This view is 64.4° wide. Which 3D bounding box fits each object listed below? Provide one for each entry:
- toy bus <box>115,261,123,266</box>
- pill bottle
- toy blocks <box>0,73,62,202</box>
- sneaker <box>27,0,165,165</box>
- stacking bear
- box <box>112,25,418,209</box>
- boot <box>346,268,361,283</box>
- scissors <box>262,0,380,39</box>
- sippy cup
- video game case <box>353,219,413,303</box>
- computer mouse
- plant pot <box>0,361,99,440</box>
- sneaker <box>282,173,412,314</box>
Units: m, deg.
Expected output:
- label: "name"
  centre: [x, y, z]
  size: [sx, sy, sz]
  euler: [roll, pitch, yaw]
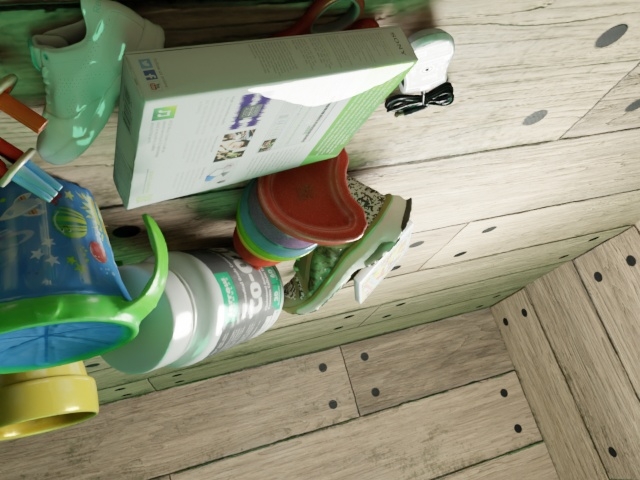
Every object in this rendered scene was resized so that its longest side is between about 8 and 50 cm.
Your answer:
- label: "toy bus"
  centre: [-0.488, 0.123, 1.010]
  size: [0.191, 0.104, 0.202]
  euler: [-31, 156, 33]
- label: "pill bottle"
  centre: [-0.230, 0.117, 0.945]
  size: [0.204, 0.204, 0.361]
  euler: [-24, 174, 20]
- label: "toy blocks"
  centre: [-0.314, -0.109, 0.505]
  size: [0.123, 0.054, 0.148]
  euler: [-30, 122, 34]
- label: "sneaker"
  centre: [-0.253, -0.162, 0.513]
  size: [0.212, 0.080, 0.094]
  euler: [-36, 141, 29]
- label: "stacking bear"
  centre: [-0.070, -0.033, 0.873]
  size: [0.164, 0.176, 0.289]
  euler: [-9, 166, -26]
- label: "box"
  centre: [-0.071, -0.143, 0.600]
  size: [0.321, 0.059, 0.232]
  euler: [-18, 168, -30]
- label: "boot"
  centre: [0.042, 0.046, 1.269]
  size: [0.236, 0.089, 0.269]
  euler: [-29, 162, -4]
- label: "scissors"
  centre: [-0.074, -0.206, 0.591]
  size: [0.297, 0.021, 0.109]
  euler: [-21, 162, 7]
- label: "sippy cup"
  centre: [-0.387, 0.043, 0.702]
  size: [0.305, 0.224, 0.240]
  euler: [-2, 156, -35]
- label: "video game case"
  centre: [0.163, 0.061, 1.331]
  size: [0.206, 0.026, 0.227]
  euler: [-47, 164, -11]
- label: "computer mouse"
  centre: [0.137, -0.228, 0.677]
  size: [0.106, 0.042, 0.193]
  euler: [-13, 166, 3]
- label: "plant pot"
  centre: [-0.657, 0.307, 1.164]
  size: [0.253, 0.239, 0.254]
  euler: [-15, 161, -5]
- label: "sneaker"
  centre: [0.000, 0.000, 1.039]
  size: [0.410, 0.182, 0.158]
  euler: [-44, -169, 39]
